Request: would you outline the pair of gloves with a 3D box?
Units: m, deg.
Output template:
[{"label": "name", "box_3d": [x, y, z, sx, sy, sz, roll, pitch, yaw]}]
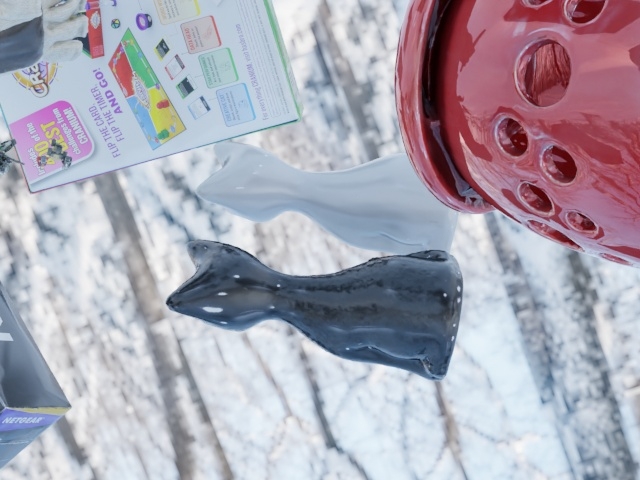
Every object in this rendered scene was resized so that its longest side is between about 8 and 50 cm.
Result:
[{"label": "pair of gloves", "box_3d": [-0.236, -0.175, 0.966, 0.204, 0.042, 0.240, -21, 158, -30]}]

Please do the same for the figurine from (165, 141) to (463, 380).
[{"label": "figurine", "box_3d": [0.000, 0.000, 1.101, 0.209, 0.092, 0.215, 9, -141, -1]}]

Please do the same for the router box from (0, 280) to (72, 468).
[{"label": "router box", "box_3d": [-0.356, 0.069, 1.057, 0.243, 0.309, 0.081, -39, 160, 17]}]

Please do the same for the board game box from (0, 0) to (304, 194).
[{"label": "board game box", "box_3d": [-0.203, -0.208, 1.562, 0.317, 0.242, 0.064, -14, -164, 7]}]

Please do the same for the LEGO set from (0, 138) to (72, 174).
[{"label": "LEGO set", "box_3d": [-0.199, -0.049, 0.902, 0.083, 0.023, 0.054, 9, -155, -15]}]

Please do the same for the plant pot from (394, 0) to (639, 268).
[{"label": "plant pot", "box_3d": [0.145, -0.085, 0.768, 0.174, 0.191, 0.191, 10, -154, 36]}]
